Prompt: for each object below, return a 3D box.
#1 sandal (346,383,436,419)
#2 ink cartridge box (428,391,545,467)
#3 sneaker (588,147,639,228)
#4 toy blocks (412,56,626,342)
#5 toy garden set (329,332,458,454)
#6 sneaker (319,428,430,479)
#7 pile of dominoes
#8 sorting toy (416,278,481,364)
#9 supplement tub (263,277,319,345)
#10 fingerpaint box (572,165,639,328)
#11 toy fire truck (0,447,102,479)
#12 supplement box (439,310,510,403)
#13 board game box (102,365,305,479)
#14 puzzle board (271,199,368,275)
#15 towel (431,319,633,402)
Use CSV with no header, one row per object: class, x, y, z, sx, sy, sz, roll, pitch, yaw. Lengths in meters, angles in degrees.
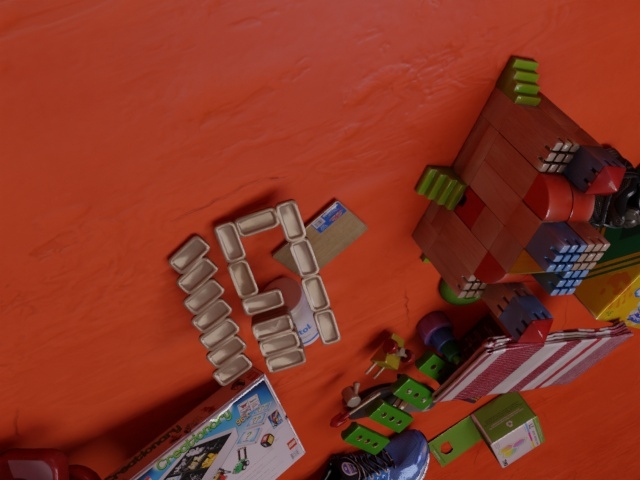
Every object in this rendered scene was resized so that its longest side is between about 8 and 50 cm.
sandal,0.156,0.345,1.548,0.219,0.060,0.090,7,126,-31
ink cartridge box,0.409,0.496,1.851,0.255,0.097,0.188,-34,141,-1
sneaker,0.476,-0.037,1.315,0.087,0.130,0.227,3,132,-44
toy blocks,0.293,-0.030,1.095,0.191,0.261,0.381,0,131,-34
toy garden set,0.122,0.287,1.438,0.244,0.049,0.204,-46,131,10
sneaker,0.098,0.519,1.635,0.330,0.130,0.147,-35,134,-13
pile of dominoes,-0.093,0.075,1.070,0.196,0.040,0.251,-17,114,0
sorting toy,0.309,0.084,1.332,0.127,0.126,0.365,8,125,-40
supplement tub,-0.043,0.113,1.168,0.071,0.071,0.107,-32,141,-1
fingerpaint box,0.737,0.006,1.508,0.445,0.163,0.371,15,122,-42
toy fire truck,-0.464,0.462,1.115,0.254,0.302,0.169,-3,-177,6
supplement box,0.333,0.240,1.545,0.104,0.080,0.188,23,116,-46
board game box,-0.183,0.373,1.237,0.305,0.053,0.192,-36,119,-24
puzzle board,0.000,0.000,1.127,0.128,0.011,0.096,-41,139,9
towel,0.398,0.234,1.437,0.329,0.037,0.237,-3,146,-23
